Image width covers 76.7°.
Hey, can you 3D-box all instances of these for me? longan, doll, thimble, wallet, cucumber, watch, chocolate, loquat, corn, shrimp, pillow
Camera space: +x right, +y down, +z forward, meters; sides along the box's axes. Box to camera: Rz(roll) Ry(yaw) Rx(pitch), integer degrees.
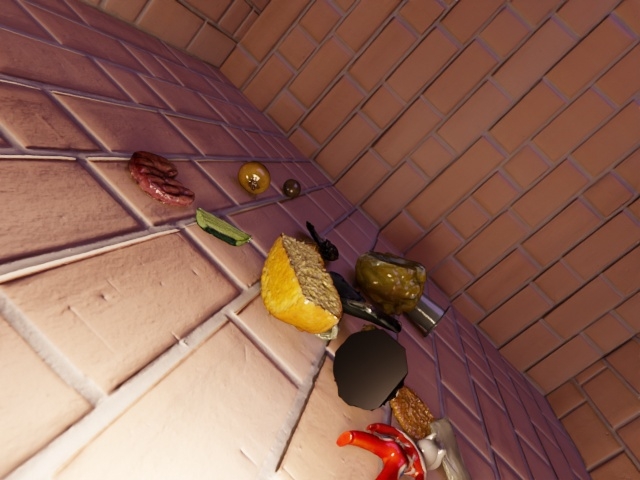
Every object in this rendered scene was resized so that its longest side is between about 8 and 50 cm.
[{"bbox_3d":[-0.158,-0.285,2.218,0.113,0.092,0.113,31,44,-35],"label":"longan"},{"bbox_3d":[0.205,0.564,1.056,0.384,0.099,0.188,21,29,-41],"label":"doll"},{"bbox_3d":[0.015,0.269,1.303,0.110,0.084,0.062,42,16,-3],"label":"thimble"},{"bbox_3d":[0.124,0.241,1.424,0.172,0.045,0.318,34,-15,-29],"label":"wallet"},{"bbox_3d":[-0.310,-0.025,1.307,0.220,0.046,0.070,30,24,-37],"label":"cucumber"},{"bbox_3d":[0.107,0.208,1.650,0.193,0.068,0.206,42,1,24],"label":"watch"},{"bbox_3d":[0.161,0.390,1.195,0.206,0.224,0.177,38,-5,39],"label":"chocolate"},{"bbox_3d":[-0.293,-0.279,1.797,0.163,0.137,0.163,60,9,-16],"label":"loquat"},{"bbox_3d":[-0.077,0.045,1.592,0.115,0.115,0.318,48,16,8],"label":"corn"},{"bbox_3d":[0.000,0.000,1.817,0.233,0.071,0.365,51,-1,3],"label":"shrimp"},{"bbox_3d":[0.413,0.680,1.273,0.148,0.050,0.229,15,47,-47],"label":"pillow"}]

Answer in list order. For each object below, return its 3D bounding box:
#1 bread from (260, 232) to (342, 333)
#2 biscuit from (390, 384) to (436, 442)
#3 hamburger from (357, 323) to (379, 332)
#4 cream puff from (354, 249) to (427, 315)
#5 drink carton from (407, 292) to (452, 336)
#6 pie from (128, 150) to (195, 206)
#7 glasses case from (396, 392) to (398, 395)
[{"bbox_3d":[-0.076,0.150,1.215,0.194,0.179,0.340,29,25,-39],"label":"bread"},{"bbox_3d":[0.323,0.590,1.362,0.254,0.035,0.254,40,18,-15],"label":"biscuit"},{"bbox_3d":[0.184,0.395,1.390,0.206,0.130,0.183,57,11,-26],"label":"hamburger"},{"bbox_3d":[0.336,0.217,1.955,0.379,0.275,0.378,15,11,-3],"label":"cream puff"},{"bbox_3d":[0.563,0.384,2.178,0.190,0.191,0.185,42,-22,13],"label":"drink carton"},{"bbox_3d":[-0.493,-0.190,1.251,0.204,0.054,0.218,21,31,-55],"label":"pie"},{"bbox_3d":[0.161,0.430,1.280,0.204,0.081,0.051,45,20,-6],"label":"glasses case"}]
